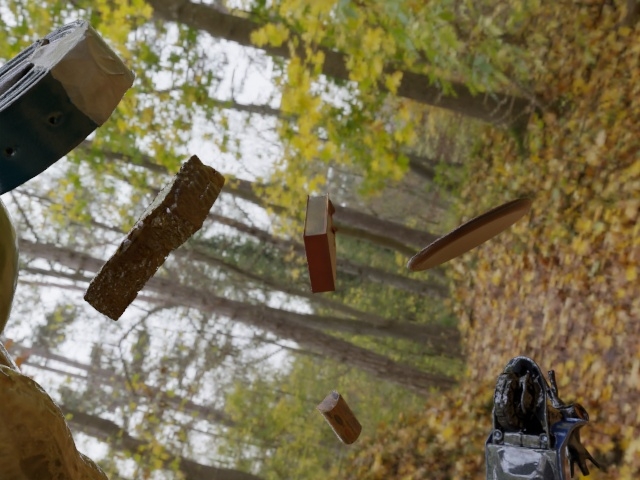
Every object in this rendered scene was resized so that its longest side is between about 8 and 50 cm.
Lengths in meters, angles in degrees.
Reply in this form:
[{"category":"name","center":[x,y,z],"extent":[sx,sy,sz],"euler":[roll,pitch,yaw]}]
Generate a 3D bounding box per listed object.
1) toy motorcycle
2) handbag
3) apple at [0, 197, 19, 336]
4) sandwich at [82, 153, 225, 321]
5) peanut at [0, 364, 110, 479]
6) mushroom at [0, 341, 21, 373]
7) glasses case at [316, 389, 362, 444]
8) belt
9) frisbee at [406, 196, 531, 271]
[{"category":"toy motorcycle","center":[0.302,0.333,1.014],"extent":[0.212,0.125,0.359],"euler":[0,-95,-50]},{"category":"handbag","center":[0.000,0.000,1.448],"extent":[0.190,0.062,0.127],"euler":[-85,-12,-62]},{"category":"apple","center":[-0.568,0.043,0.969],"extent":[0.357,0.357,0.358],"euler":[13,-90,-85]},{"category":"sandwich","center":[-0.226,-0.009,1.028],"extent":[0.215,0.065,0.186],"euler":[-46,14,22]},{"category":"peanut","center":[-0.294,0.220,0.724],"extent":[0.111,0.125,0.275],"euler":[-120,9,-57]},{"category":"mushroom","center":[-0.700,0.221,1.423],"extent":[0.313,0.224,0.398],"euler":[-134,29,-58]},{"category":"glasses case","center":[0.053,0.445,1.856],"extent":[0.064,0.041,0.170],"euler":[-44,-46,-16]},{"category":"belt","center":[-0.579,-0.253,1.475],"extent":[0.173,0.436,0.300],"euler":[46,-159,-34]},{"category":"frisbee","center":[0.268,-0.006,1.337],"extent":[0.021,0.250,0.251],"euler":[63,176,12]}]
